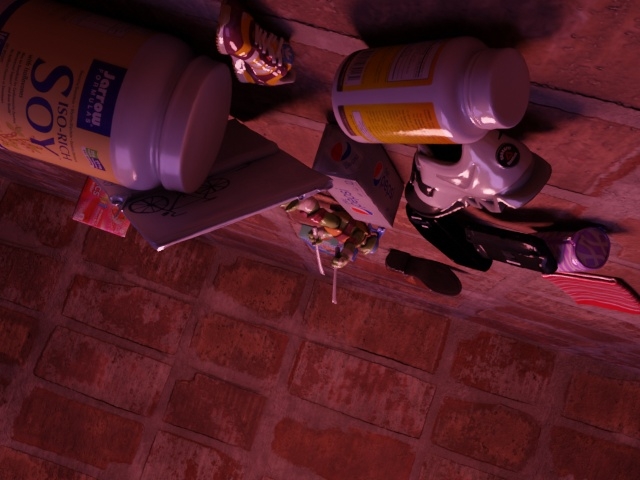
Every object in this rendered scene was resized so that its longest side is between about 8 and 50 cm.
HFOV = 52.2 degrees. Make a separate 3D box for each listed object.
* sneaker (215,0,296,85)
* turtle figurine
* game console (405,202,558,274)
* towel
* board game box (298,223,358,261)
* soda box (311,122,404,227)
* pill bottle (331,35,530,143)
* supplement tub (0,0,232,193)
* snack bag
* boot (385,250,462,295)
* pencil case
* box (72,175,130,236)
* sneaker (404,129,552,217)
[{"bbox_3d":[-0.078,-0.254,0.847,0.084,0.069,0.185,8,176,7],"label":"sneaker"},{"bbox_3d":[0.000,0.000,1.651,0.266,0.197,0.275,40,122,-19],"label":"turtle figurine"},{"bbox_3d":[0.344,0.009,1.382,0.213,0.044,0.361,40,168,-33],"label":"game console"},{"bbox_3d":[0.712,0.133,1.692,0.199,0.031,0.275,8,167,43],"label":"towel"},{"bbox_3d":[0.030,0.010,2.226,0.160,0.047,0.210,16,171,17],"label":"board game box"},{"bbox_3d":[0.079,-0.115,1.235,0.091,0.098,0.286,14,170,22],"label":"soda box"},{"bbox_3d":[0.124,-0.171,0.757,0.215,0.117,0.117,10,167,45],"label":"pill bottle"},{"bbox_3d":[-0.325,-0.214,0.989,0.332,0.240,0.241,17,171,5],"label":"supplement tub"},{"bbox_3d":[-0.199,-0.110,1.102,0.323,0.037,0.342,-22,-144,-25],"label":"snack bag"},{"bbox_3d":[0.338,0.128,2.186,0.264,0.096,0.280,16,171,11],"label":"boot"},{"bbox_3d":[0.475,0.018,1.289,0.088,0.086,0.206,19,171,-13],"label":"pencil case"},{"bbox_3d":[-0.479,-0.153,1.547,0.128,0.256,0.123,21,-175,-20],"label":"box"},{"bbox_3d":[0.195,-0.122,0.992,0.146,0.122,0.330,39,167,-13],"label":"sneaker"}]
